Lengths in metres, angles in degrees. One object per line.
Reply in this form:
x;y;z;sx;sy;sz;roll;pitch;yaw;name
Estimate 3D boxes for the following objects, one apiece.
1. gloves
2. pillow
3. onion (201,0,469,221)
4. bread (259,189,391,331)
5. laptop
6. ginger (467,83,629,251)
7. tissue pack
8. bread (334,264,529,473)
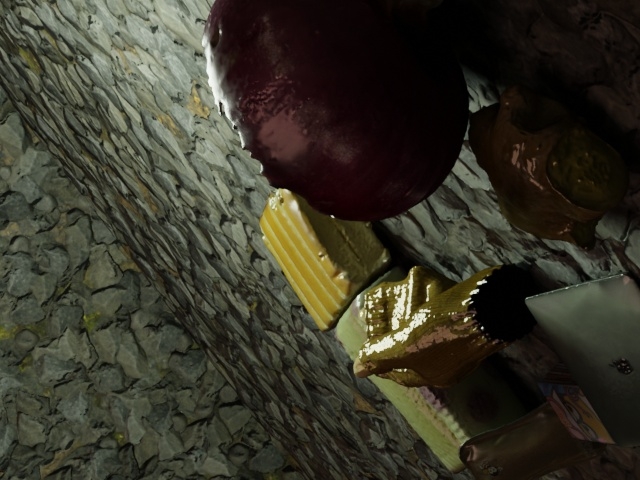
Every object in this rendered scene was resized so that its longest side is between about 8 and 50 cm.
0.177;0.136;2.152;0.356;0.203;0.155;-13;118;50;gloves
0.327;0.320;2.237;0.130;0.217;0.033;57;-162;-19;pillow
0.046;-0.197;1.736;0.345;0.358;0.358;-6;128;29;onion
0.000;0.000;2.435;0.246;0.111;0.239;55;158;12;bread
0.410;0.166;1.937;0.188;0.015;0.269;-19;110;47;laptop
0.262;-0.075;1.749;0.219;0.123;0.270;46;160;7;ginger
0.400;0.240;2.097;0.115;0.065;0.155;56;159;-12;tissue pack
0.185;0.214;2.376;0.338;0.155;0.187;50;152;7;bread
